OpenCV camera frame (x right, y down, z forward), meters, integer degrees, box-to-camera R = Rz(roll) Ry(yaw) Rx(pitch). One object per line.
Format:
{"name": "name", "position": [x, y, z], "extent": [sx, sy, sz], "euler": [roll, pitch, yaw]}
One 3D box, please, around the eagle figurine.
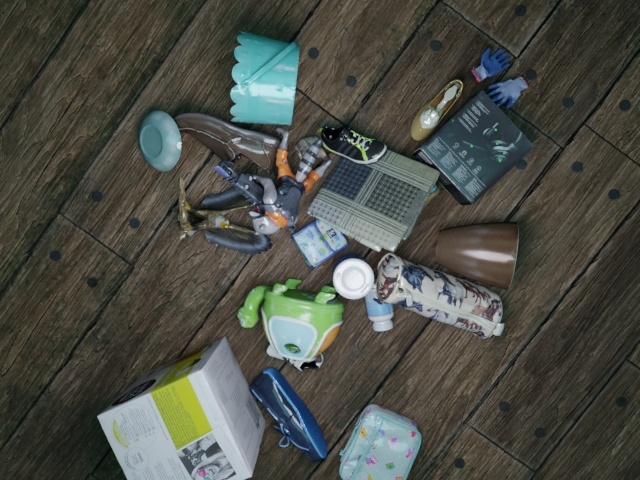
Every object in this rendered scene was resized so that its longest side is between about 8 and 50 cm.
{"name": "eagle figurine", "position": [-0.309, -0.070, 1.529], "extent": [0.299, 0.225, 0.226], "euler": [-3, 138, -31]}

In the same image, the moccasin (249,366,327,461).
{"name": "moccasin", "position": [-0.108, 0.589, 1.589], "extent": [0.117, 0.138, 0.342], "euler": [-37, 78, 7]}

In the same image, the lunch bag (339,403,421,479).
{"name": "lunch bag", "position": [0.191, 0.707, 1.589], "extent": [0.224, 0.108, 0.279], "euler": [24, 94, -1]}

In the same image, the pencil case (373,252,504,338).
{"name": "pencil case", "position": [0.371, 0.180, 1.481], "extent": [0.411, 0.183, 0.159], "euler": [21, 118, -14]}

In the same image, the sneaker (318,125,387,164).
{"name": "sneaker", "position": [0.092, -0.305, 1.486], "extent": [0.235, 0.097, 0.084], "euler": [16, 68, 28]}

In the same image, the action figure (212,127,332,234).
{"name": "action figure", "position": [-0.131, -0.173, 1.419], "extent": [0.341, 0.179, 0.330], "euler": [31, 74, -37]}

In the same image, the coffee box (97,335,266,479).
{"name": "coffee box", "position": [-0.404, 0.555, 1.471], "extent": [0.335, 0.337, 0.338], "euler": [-24, 93, 2]}

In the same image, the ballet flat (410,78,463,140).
{"name": "ballet flat", "position": [0.374, -0.427, 1.532], "extent": [0.080, 0.073, 0.232], "euler": [37, 94, -1]}

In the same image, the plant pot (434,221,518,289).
{"name": "plant pot", "position": [0.487, 0.035, 1.512], "extent": [0.231, 0.215, 0.215], "euler": [7, 94, 15]}

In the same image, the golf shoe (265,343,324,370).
{"name": "golf shoe", "position": [-0.087, 0.381, 1.573], "extent": [0.198, 0.094, 0.077], "euler": [5, 114, 2]}

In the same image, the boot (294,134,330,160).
{"name": "boot", "position": [-0.028, -0.286, 1.566], "extent": [0.087, 0.042, 0.118], "euler": [-29, 92, 9]}

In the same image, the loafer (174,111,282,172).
{"name": "loafer", "position": [-0.297, -0.309, 1.516], "extent": [0.366, 0.134, 0.130], "euler": [17, 93, 0]}

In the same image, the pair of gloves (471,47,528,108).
{"name": "pair of gloves", "position": [0.573, -0.524, 1.529], "extent": [0.159, 0.023, 0.198], "euler": [-35, 90, -18]}

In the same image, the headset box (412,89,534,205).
{"name": "headset box", "position": [0.486, -0.295, 1.511], "extent": [0.283, 0.131, 0.246], "euler": [-44, 92, 3]}

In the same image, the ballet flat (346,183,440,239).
{"name": "ballet flat", "position": [0.227, -0.082, 1.547], "extent": [0.343, 0.116, 0.124], "euler": [-18, 113, 2]}

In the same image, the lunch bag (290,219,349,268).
{"name": "lunch bag", "position": [0.000, 0.000, 1.558], "extent": [0.151, 0.096, 0.128], "euler": [-32, 90, -12]}

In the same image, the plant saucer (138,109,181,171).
{"name": "plant saucer", "position": [-0.527, -0.316, 1.520], "extent": [0.195, 0.037, 0.194], "euler": [8, 107, 29]}

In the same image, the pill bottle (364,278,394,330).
{"name": "pill bottle", "position": [0.194, 0.213, 1.568], "extent": [0.087, 0.087, 0.160], "euler": [-10, 94, 1]}

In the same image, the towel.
{"name": "towel", "position": [0.166, -0.143, 1.488], "extent": [0.324, 0.056, 0.312], "euler": [27, 76, 22]}

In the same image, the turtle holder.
{"name": "turtle holder", "position": [-0.092, 0.245, 1.490], "extent": [0.321, 0.243, 0.227], "euler": [9, 93, -14]}

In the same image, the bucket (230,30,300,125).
{"name": "bucket", "position": [-0.165, -0.483, 1.444], "extent": [0.183, 0.281, 0.280], "euler": [6, 94, -6]}

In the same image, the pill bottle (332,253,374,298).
{"name": "pill bottle", "position": [0.098, 0.106, 1.495], "extent": [0.125, 0.221, 0.124], "euler": [0, 93, 0]}
